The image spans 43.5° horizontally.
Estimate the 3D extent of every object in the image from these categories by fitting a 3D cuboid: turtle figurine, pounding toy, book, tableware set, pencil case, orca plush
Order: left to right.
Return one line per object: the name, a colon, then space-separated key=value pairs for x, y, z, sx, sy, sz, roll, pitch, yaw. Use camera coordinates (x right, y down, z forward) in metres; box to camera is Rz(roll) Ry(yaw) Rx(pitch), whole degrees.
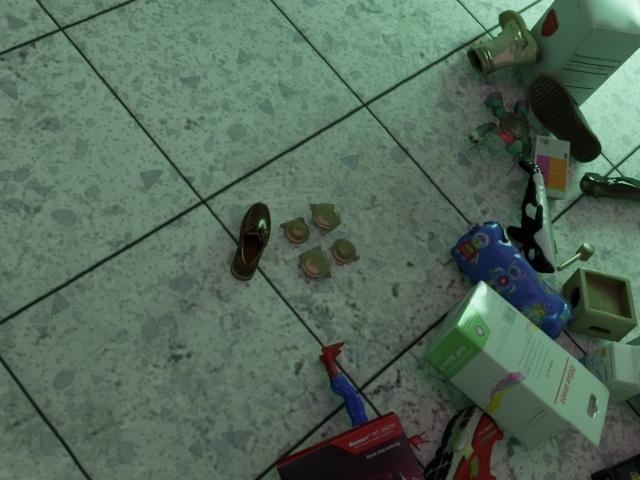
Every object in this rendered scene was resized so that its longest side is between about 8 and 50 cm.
tableware set: x=0.000 y=0.000 z=1.704 sx=0.141 sy=0.020 sz=0.169 roll=-20 pitch=73 yaw=-26
turtle figurine: x=0.461 y=-0.263 z=1.966 sx=0.175 sy=0.118 sz=0.234 roll=28 pitch=47 yaw=-18
pencil case: x=0.420 y=0.090 z=1.752 sx=0.306 sy=0.133 sz=0.119 roll=51 pitch=21 yaw=9
orca plush: x=0.476 y=-0.049 z=1.860 sx=0.102 sy=0.151 sz=0.288 roll=-12 pitch=70 yaw=21
book: x=0.558 y=-0.178 z=1.964 sx=0.096 sy=0.035 sz=0.144 roll=9 pitch=86 yaw=-20
pounding toy: x=0.605 y=0.111 z=1.839 sx=0.180 sy=0.094 sz=0.206 roll=14 pitch=50 yaw=-8

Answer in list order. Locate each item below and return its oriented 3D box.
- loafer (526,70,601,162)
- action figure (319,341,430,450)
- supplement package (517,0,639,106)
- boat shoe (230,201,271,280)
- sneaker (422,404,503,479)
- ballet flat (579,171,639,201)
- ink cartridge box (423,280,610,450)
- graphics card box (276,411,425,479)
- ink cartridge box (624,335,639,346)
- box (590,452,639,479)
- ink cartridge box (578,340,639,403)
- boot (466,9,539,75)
loafer: x=0.615 y=-0.316 z=2.049 sx=0.269 sy=0.101 sz=0.092 roll=53 pitch=21 yaw=-12
action figure: x=0.106 y=0.324 z=1.524 sx=0.138 sy=0.091 sz=0.281 roll=-16 pitch=70 yaw=-9
supplement package: x=0.659 y=-0.504 z=2.058 sx=0.175 sy=0.293 sz=0.178 roll=3 pitch=62 yaw=-20
boat shoe: x=-0.134 y=-0.005 z=1.630 sx=0.064 sy=0.060 sz=0.178 roll=19 pitch=58 yaw=-10
sneaker: x=0.275 y=0.445 z=1.527 sx=0.118 sy=0.107 sz=0.279 roll=39 pitch=57 yaw=-4
ballet flat: x=0.762 y=-0.125 z=2.045 sx=0.249 sy=0.058 sz=0.084 roll=5 pitch=30 yaw=-24
ink cartridge box: x=0.401 y=0.270 z=1.622 sx=0.353 sy=0.119 sz=0.207 roll=40 pitch=36 yaw=4
graphics card box: x=0.098 y=0.509 z=1.373 sx=0.232 sy=0.094 sz=0.371 roll=-22 pitch=77 yaw=-5
ink cartridge box: x=0.805 y=0.273 z=1.799 sx=0.230 sy=0.134 sz=0.078 roll=12 pitch=59 yaw=-14
box: x=0.744 y=0.574 z=1.657 sx=0.293 sy=0.073 sz=0.296 roll=-12 pitch=69 yaw=-25
ink cartridge box: x=0.636 y=0.282 z=1.724 sx=0.089 sy=0.143 sz=0.092 roll=13 pitch=59 yaw=-14
boot: x=0.460 y=-0.518 z=2.102 sx=0.165 sy=0.077 sz=0.213 roll=-16 pitch=49 yaw=1
